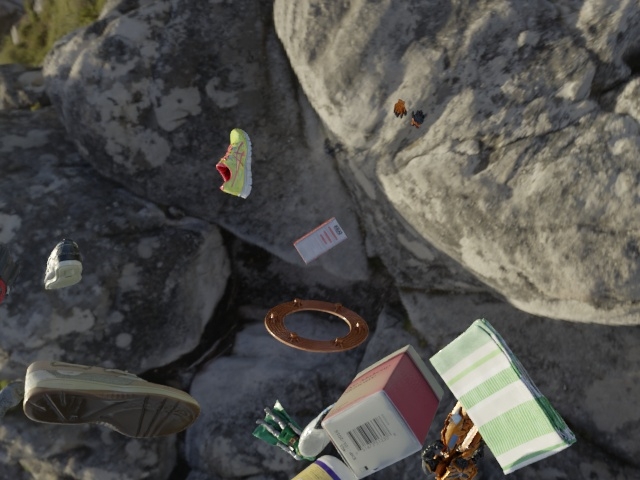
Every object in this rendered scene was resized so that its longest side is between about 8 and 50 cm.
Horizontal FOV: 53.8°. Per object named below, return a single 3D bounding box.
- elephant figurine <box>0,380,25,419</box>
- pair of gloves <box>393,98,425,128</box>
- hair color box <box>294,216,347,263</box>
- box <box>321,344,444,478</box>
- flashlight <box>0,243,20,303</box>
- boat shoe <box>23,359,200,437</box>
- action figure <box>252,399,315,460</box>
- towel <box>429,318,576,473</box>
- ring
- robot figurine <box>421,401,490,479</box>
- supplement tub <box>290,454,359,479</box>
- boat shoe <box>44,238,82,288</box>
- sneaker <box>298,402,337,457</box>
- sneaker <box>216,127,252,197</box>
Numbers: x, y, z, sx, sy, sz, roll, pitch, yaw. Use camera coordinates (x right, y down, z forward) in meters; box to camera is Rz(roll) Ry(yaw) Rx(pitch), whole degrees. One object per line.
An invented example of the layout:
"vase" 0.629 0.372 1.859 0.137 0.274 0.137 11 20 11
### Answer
"elephant figurine" -0.688 0.352 1.156 0.186 0.239 0.169 28 155 -29
"pair of gloves" 0.220 -0.316 1.566 0.083 0.074 0.010 27 136 -4
"hair color box" 0.000 0.000 1.822 0.141 0.043 0.072 -32 96 2
"box" 0.125 0.319 1.204 0.148 0.232 0.127 -35 88 23
"flashlight" -0.503 0.136 0.825 0.103 0.304 0.103 24 138 -17
"boat shoe" -0.353 0.266 1.094 0.109 0.302 0.098 -59 35 22
"action figure" -0.103 0.633 2.035 0.232 0.063 0.137 30 82 30
"towel" 0.408 0.365 1.468 0.325 0.038 0.248 56 142 19
"ring" -0.011 0.261 2.027 0.336 0.336 0.032 16 112 22
"robot figurine" 0.402 0.558 1.746 0.085 0.211 0.291 53 128 57
"supplement tub" -0.042 0.685 1.445 0.241 0.331 0.241 45 154 29
"boat shoe" -0.655 0.067 1.605 0.233 0.084 0.079 -38 65 53
"sneaker" 0.016 0.512 1.755 0.085 0.086 0.237 34 119 -8
"sneaker" -0.244 -0.223 1.763 0.081 0.094 0.208 138 131 -58
